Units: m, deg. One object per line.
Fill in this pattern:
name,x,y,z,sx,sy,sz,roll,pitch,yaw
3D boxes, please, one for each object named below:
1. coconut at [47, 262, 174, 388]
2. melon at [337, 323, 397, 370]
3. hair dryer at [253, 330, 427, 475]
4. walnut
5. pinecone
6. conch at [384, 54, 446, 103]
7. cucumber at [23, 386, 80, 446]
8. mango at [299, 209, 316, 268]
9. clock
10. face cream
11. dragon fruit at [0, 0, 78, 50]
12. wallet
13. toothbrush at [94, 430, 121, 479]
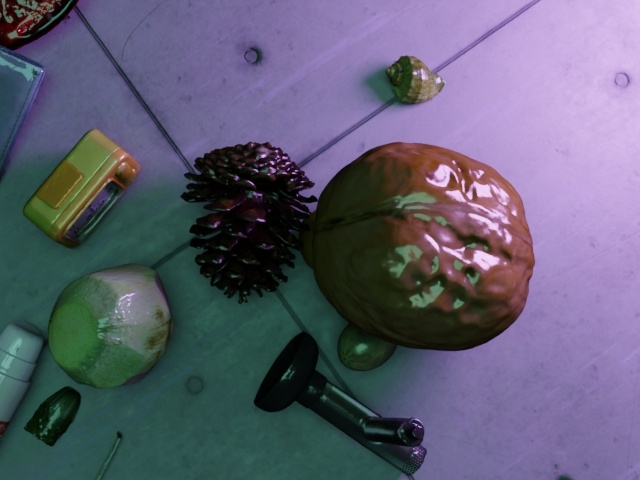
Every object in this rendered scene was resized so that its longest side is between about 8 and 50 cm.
coconut,-0.357,0.150,1.668,0.205,0.236,0.235,-1,83,31
melon,0.086,0.183,1.720,0.098,0.098,0.131,48,50,3
hair dryer,0.071,0.272,1.634,0.320,0.284,0.155,31,58,0
walnut,0.180,0.013,1.640,0.398,0.308,0.354,16,73,-15
pinecone,-0.133,-0.033,1.686,0.246,0.246,0.292,8,99,-1
conch,0.175,-0.301,1.806,0.121,0.074,0.089,15,116,-17
cucumber,-0.482,0.314,1.727,0.067,0.035,0.107,34,82,3
mango,0.000,0.000,1.762,0.080,0.060,0.114,-5,88,0
clock,-0.426,-0.091,1.715,0.096,0.143,0.202,39,85,5
face cream,-0.600,0.307,1.691,0.102,0.102,0.345,27,86,1
dragon fruit,-0.542,-0.523,1.769,0.282,0.100,0.343,-2,97,5
wallet,-0.680,-0.266,1.744,0.290,0.054,0.251,26,103,-6
toothbrush,-0.427,0.480,1.716,0.028,0.026,0.294,24,84,-18
